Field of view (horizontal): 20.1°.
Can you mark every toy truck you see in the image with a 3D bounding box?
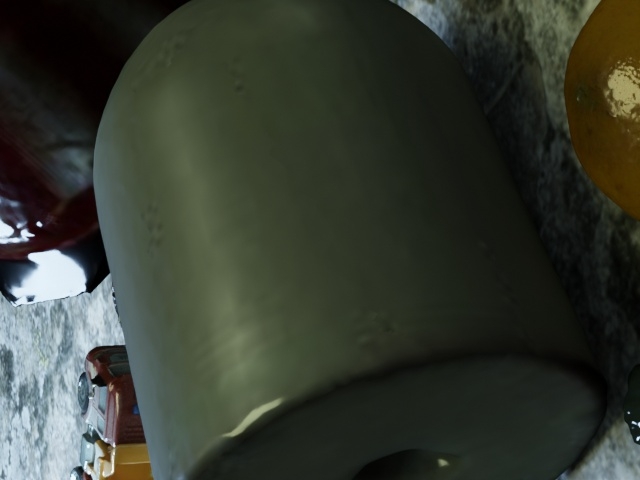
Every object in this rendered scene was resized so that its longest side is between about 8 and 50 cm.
[{"bbox_3d":[-0.197,0.250,1.874,0.135,0.114,0.270,-144,57,-60],"label":"toy truck"}]

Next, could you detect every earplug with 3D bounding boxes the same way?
[{"bbox_3d":[0.000,0.000,1.298,0.312,0.312,0.394,-56,42,47],"label":"earplug"}]

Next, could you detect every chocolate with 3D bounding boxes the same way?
[{"bbox_3d":[-0.318,-0.176,1.725,0.383,0.331,0.383,-23,52,34],"label":"chocolate"}]

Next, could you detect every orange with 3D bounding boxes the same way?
[{"bbox_3d":[0.208,-0.088,1.114,0.170,0.112,0.160,-103,28,-43],"label":"orange"}]

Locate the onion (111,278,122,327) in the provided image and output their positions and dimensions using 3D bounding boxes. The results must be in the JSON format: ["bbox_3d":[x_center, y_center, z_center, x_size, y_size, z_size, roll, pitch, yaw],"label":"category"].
[{"bbox_3d":[-0.083,0.039,1.659,0.135,0.198,0.173,-58,-39,-67],"label":"onion"}]

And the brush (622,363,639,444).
[{"bbox_3d":[0.277,0.107,1.048,0.323,0.051,0.070,-3,87,62],"label":"brush"}]
